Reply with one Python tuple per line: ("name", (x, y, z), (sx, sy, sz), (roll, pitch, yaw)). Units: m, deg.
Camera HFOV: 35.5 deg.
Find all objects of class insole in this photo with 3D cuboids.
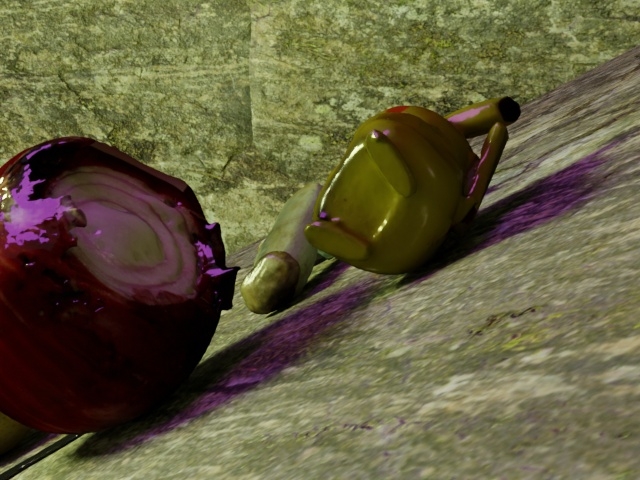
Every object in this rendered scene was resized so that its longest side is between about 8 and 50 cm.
("insole", (-0.368, 0.277, 1.216), (0.188, 0.004, 0.064), (-30, 5, -12))

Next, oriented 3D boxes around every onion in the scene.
("onion", (-0.281, 0.061, 1.136), (0.341, 0.341, 0.341), (-29, 5, 3))

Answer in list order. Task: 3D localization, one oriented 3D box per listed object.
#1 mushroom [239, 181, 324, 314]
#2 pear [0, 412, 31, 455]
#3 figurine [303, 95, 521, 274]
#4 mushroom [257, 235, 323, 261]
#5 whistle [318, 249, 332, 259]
("mushroom", (-0.042, 0.008, 1.453), (0.100, 0.081, 0.312), (-35, 14, 23))
("pear", (-0.517, 0.196, 1.425), (0.271, 0.271, 0.271), (-29, 5, 3))
("figurine", (0.110, -0.074, 1.133), (0.218, 0.169, 0.327), (-52, 1, 24))
("mushroom", (0.000, 0.000, 1.646), (0.209, 0.084, 0.071), (-23, 46, 8))
("whistle", (0.101, -0.040, 1.470), (0.062, 0.062, 0.312), (-33, 6, -41))
